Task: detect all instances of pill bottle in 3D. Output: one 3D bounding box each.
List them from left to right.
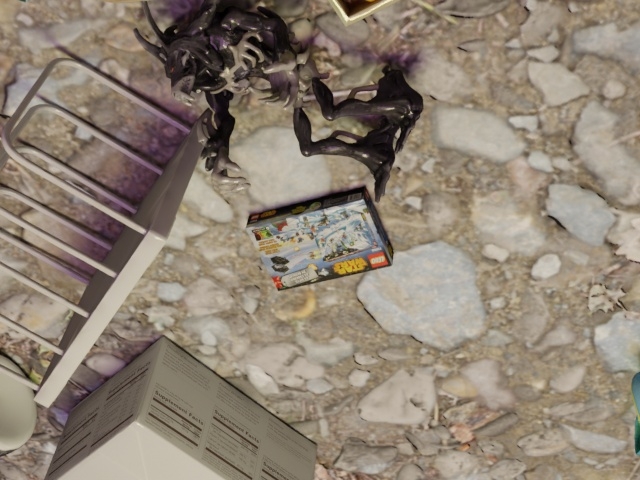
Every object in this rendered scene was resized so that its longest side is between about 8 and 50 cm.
[{"bbox_3d":[-0.485,0.240,1.381,0.246,0.130,0.130,-27,120,25],"label":"pill bottle"}]

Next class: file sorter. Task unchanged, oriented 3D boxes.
[{"bbox_3d":[-0.266,-0.011,1.112,0.173,0.193,0.277,30,126,-13],"label":"file sorter"}]

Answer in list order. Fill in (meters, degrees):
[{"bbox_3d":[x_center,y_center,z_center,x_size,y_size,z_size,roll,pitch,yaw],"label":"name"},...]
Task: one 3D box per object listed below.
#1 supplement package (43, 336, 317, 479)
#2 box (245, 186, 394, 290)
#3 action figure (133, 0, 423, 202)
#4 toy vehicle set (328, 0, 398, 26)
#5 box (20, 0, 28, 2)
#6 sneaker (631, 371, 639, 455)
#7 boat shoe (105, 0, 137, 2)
[{"bbox_3d":[-0.171,0.284,1.363,0.262,0.145,0.204,39,123,-21],"label":"supplement package"},{"bbox_3d":[0.000,0.000,1.187,0.137,0.027,0.094,-13,124,18],"label":"box"},{"bbox_3d":[-0.050,-0.131,1.020,0.276,0.141,0.164,18,140,-9],"label":"action figure"},{"bbox_3d":[0.024,-0.325,0.918,0.166,0.035,0.267,-23,122,24],"label":"toy vehicle set"},{"bbox_3d":[-0.363,-0.302,0.974,0.244,0.060,0.100,17,129,-6],"label":"box"},{"bbox_3d":[0.480,0.220,1.240,0.319,0.127,0.208,43,120,-13],"label":"sneaker"},{"bbox_3d":[-0.067,-0.256,0.900,0.302,0.098,0.109,-5,132,32],"label":"boat shoe"}]
